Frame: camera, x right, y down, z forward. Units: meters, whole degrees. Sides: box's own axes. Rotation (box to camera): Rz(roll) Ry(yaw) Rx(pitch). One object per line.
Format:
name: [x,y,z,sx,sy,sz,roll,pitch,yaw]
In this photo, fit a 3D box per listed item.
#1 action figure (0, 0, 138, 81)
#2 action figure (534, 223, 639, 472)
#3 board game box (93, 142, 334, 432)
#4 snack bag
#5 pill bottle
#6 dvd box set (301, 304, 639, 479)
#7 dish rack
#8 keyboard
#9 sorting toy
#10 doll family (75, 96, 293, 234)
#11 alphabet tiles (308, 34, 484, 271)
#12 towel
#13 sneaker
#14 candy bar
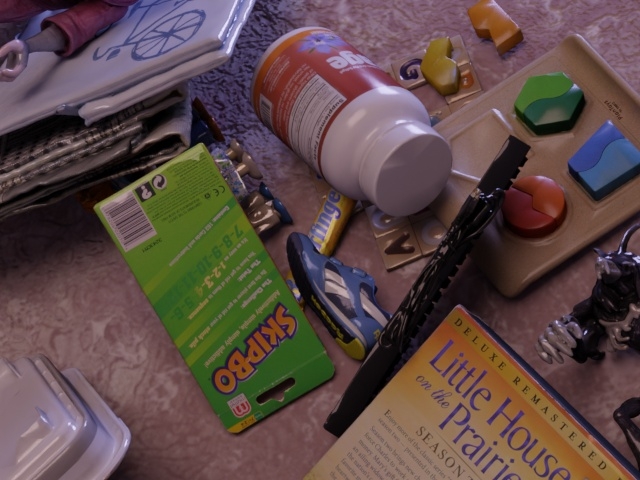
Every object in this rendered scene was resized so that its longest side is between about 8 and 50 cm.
action figure: [-0.278,-0.284,1.892,0.370,0.276,0.248,12,94,38]
action figure: [0.286,0.092,1.563,0.164,0.141,0.275,-27,57,17]
board game box: [-0.100,0.048,1.719,0.124,0.039,0.259,-30,89,1]
snack bag: [-0.211,-0.211,1.863,0.342,0.037,0.323,-20,28,21]
pill bottle: [0.032,-0.115,1.752,0.121,0.121,0.216,-41,47,-6]
dvd box set: [0.083,0.305,1.497,0.420,0.062,0.307,-49,56,6]
dish rack: [-0.325,0.222,1.635,0.285,0.072,0.333,-44,19,-7]
keyboard: [0.099,0.043,1.603,0.033,0.201,0.317,32,87,5]
sorting toy: [0.191,-0.112,1.760,0.229,0.041,0.307,-36,56,-3]
doll family: [-0.164,-0.064,1.821,0.163,0.118,0.263,-37,55,-6]
alphabet tiles: [0.088,-0.085,1.812,0.198,0.009,0.237,-23,56,6]
towel: [-0.278,-0.134,1.869,0.312,0.056,0.324,-21,31,8]
sneaker: [0.018,0.047,1.726,0.059,0.053,0.144,-30,73,-18]
candy bar: [0.000,0.000,1.781,0.040,0.018,0.161,19,74,30]
